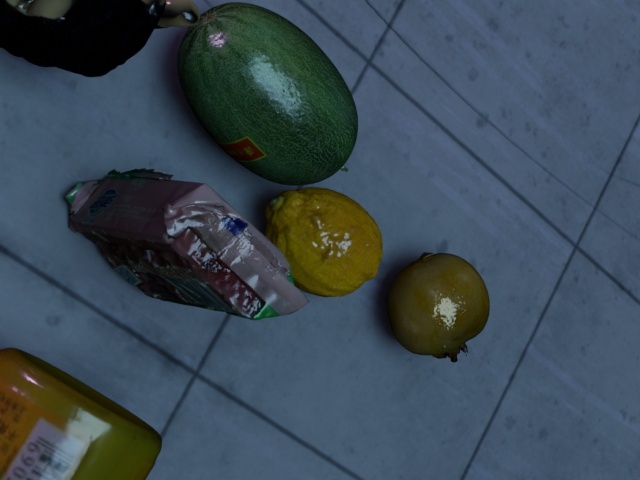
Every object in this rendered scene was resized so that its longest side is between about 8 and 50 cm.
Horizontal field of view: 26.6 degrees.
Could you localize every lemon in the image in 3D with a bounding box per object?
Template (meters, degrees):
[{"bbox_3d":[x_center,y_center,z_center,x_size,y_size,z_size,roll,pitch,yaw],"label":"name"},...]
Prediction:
[{"bbox_3d":[0.000,0.000,1.790,0.187,0.142,0.142,37,73,-28],"label":"lemon"}]

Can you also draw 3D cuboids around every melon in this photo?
[{"bbox_3d":[-0.058,-0.175,1.709,0.287,0.182,0.182,44,70,-25],"label":"melon"}]

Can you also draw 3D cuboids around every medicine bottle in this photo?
[{"bbox_3d":[-0.362,0.333,1.515,0.224,0.224,0.384,34,82,-32],"label":"medicine bottle"}]

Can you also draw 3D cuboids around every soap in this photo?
[{"bbox_3d":[-0.166,0.009,1.595,0.098,0.273,0.218,-51,119,-19],"label":"soap"}]

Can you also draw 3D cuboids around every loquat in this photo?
[{"bbox_3d":[0.165,0.093,1.915,0.163,0.137,0.163,12,73,-44],"label":"loquat"}]

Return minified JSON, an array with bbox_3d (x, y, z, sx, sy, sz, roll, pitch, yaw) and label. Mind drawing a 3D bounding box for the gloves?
[{"bbox_3d":[-0.254,-0.263,1.506,0.197,0.301,0.152,9,69,-36],"label":"gloves"}]
